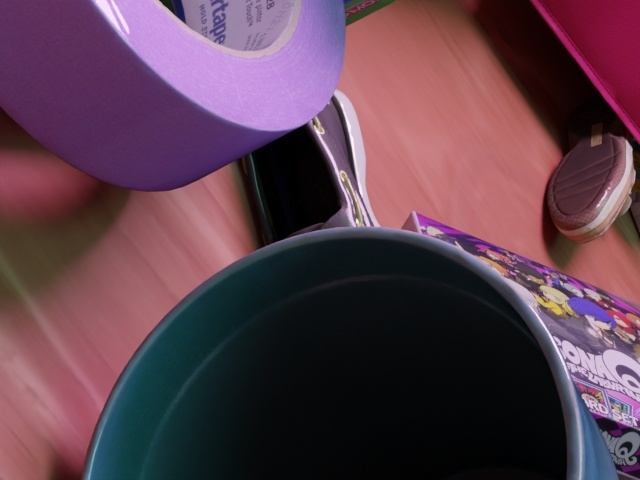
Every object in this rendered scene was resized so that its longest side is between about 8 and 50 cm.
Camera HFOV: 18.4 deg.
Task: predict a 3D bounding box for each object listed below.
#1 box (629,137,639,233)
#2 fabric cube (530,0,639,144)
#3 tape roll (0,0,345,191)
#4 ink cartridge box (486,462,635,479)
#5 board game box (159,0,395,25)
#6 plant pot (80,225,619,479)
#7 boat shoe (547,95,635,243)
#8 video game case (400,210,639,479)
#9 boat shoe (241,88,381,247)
[{"bbox_3d":[0.318,-0.031,1.771,0.105,0.043,0.179,-15,81,-58],"label":"box"},{"bbox_3d":[0.338,-0.250,1.681,0.254,0.258,0.259,48,24,-21],"label":"fabric cube"},{"bbox_3d":[-0.104,-0.169,1.092,0.275,0.090,0.274,35,41,-38],"label":"tape roll"},{"bbox_3d":[0.166,0.279,1.244,0.197,0.114,0.272,15,56,-33],"label":"ink cartridge box"},{"bbox_3d":[0.015,-0.249,1.204,0.046,0.317,0.213,-1,71,-54],"label":"board game box"},{"bbox_3d":[0.050,0.167,1.067,0.255,0.272,0.271,44,36,-54],"label":"plant pot"},{"bbox_3d":[0.238,-0.047,1.648,0.072,0.068,0.190,64,30,-27],"label":"boat shoe"},{"bbox_3d":[0.166,0.079,1.323,0.232,0.042,0.210,22,22,-14],"label":"video game case"},{"bbox_3d":[0.000,0.000,1.255,0.069,0.081,0.227,12,53,-49],"label":"boat shoe"}]
